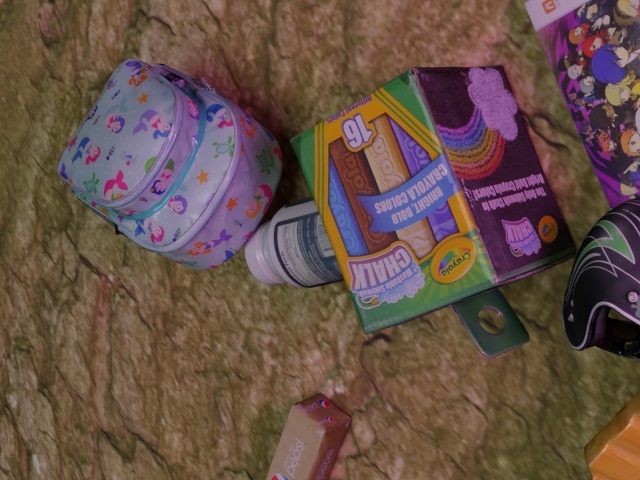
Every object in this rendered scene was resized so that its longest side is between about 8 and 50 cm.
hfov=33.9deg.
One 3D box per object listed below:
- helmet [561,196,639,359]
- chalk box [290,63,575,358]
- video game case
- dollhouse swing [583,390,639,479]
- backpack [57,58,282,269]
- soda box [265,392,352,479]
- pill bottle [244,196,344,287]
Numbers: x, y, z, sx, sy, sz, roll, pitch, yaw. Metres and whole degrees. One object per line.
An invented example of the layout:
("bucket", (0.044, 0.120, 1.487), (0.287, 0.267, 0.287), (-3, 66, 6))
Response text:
("helmet", (0.313, 0.039, 0.966), (0.169, 0.169, 0.161), (53, 147, 18))
("chalk box", (0.130, -0.016, 1.099), (0.179, 0.180, 0.289), (-24, 83, 40))
("video game case", (0.327, -0.172, 0.994), (0.210, 0.042, 0.232), (-25, 83, 41))
("dollhouse swing", (0.418, 0.266, 0.819), (0.315, 0.305, 0.347), (25, 124, -13))
("backpack", (-0.182, -0.093, 1.305), (0.253, 0.191, 0.225), (34, 93, 34))
("soda box", (-0.023, 0.293, 1.370), (0.061, 0.058, 0.181), (34, 120, 29))
("pill bottle", (0.000, 0.000, 1.256), (0.180, 0.108, 0.108), (-14, 91, 41))
